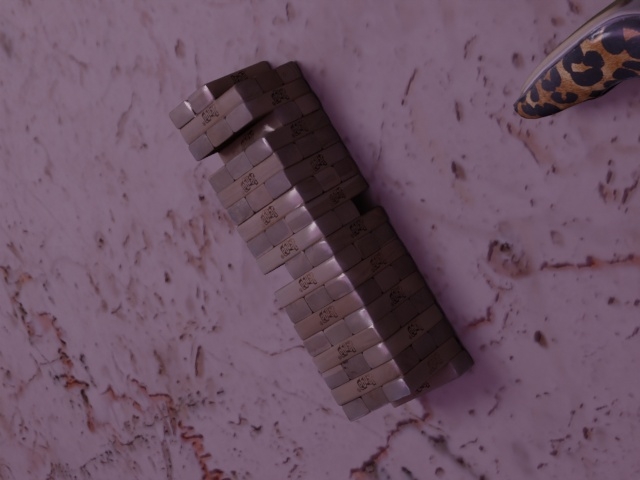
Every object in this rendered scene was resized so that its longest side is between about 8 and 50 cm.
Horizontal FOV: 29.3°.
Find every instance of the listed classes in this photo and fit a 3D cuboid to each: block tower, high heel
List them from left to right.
[{"bbox_3d":[0.000,0.000,1.090,0.091,0.097,0.335,-32,90,43],"label":"block tower"},{"bbox_3d":[0.267,-0.096,0.846,0.261,0.093,0.186,-33,95,44],"label":"high heel"}]
